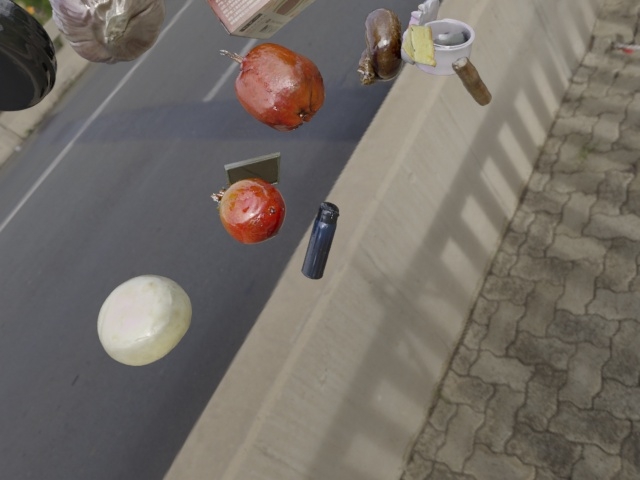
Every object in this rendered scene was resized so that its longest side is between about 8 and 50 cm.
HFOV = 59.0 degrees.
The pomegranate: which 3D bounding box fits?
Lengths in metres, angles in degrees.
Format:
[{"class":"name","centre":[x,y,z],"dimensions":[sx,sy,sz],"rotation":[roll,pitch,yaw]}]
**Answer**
[{"class":"pomegranate","centre":[-0.221,-0.094,1.745],"dimensions":[0.235,0.210,0.210],"rotation":[17,65,17]}]

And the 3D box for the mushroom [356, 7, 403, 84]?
[{"class":"mushroom","centre":[0.229,-0.708,2.087],"dimensions":[0.297,0.163,0.278],"rotation":[-56,-25,-78]}]

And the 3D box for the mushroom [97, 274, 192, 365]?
[{"class":"mushroom","centre":[-0.457,0.217,1.491],"dimensions":[0.246,0.202,0.246],"rotation":[-7,50,8]}]

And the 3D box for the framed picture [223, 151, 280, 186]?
[{"class":"framed picture","centre":[-0.227,-0.221,1.938],"dimensions":[0.189,0.260,0.023],"rotation":[-15,76,-8]}]

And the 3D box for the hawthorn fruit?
[{"class":"hawthorn fruit","centre":[-0.134,-0.420,1.488],"dimensions":[0.211,0.299,0.211],"rotation":[-55,3,4]}]

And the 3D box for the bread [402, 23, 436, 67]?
[{"class":"bread","centre":[0.286,-0.548,1.591],"dimensions":[0.109,0.084,0.080],"rotation":[65,144,42]}]

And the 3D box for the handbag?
[{"class":"handbag","centre":[-0.578,-0.316,0.886],"dimensions":[0.253,0.308,0.093],"rotation":[-18,60,40]}]

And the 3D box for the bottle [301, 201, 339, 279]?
[{"class":"bottle","centre":[0.000,0.000,1.749],"dimensions":[0.082,0.072,0.245],"rotation":[46,130,45]}]

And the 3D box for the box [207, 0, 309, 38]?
[{"class":"box","centre":[-0.080,-0.721,1.543],"dimensions":[0.385,0.122,0.344],"rotation":[-32,8,20]}]

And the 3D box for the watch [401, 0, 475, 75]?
[{"class":"watch","centre":[0.417,-0.699,1.940],"dimensions":[0.231,0.196,0.244],"rotation":[22,55,22]}]

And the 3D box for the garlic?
[{"class":"garlic","centre":[-0.562,-0.617,1.516],"dimensions":[0.317,0.317,0.259],"rotation":[-38,45,10]}]

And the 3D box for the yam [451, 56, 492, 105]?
[{"class":"yam","centre":[0.431,-0.449,1.599],"dimensions":[0.056,0.241,0.057],"rotation":[-9,72,31]}]
